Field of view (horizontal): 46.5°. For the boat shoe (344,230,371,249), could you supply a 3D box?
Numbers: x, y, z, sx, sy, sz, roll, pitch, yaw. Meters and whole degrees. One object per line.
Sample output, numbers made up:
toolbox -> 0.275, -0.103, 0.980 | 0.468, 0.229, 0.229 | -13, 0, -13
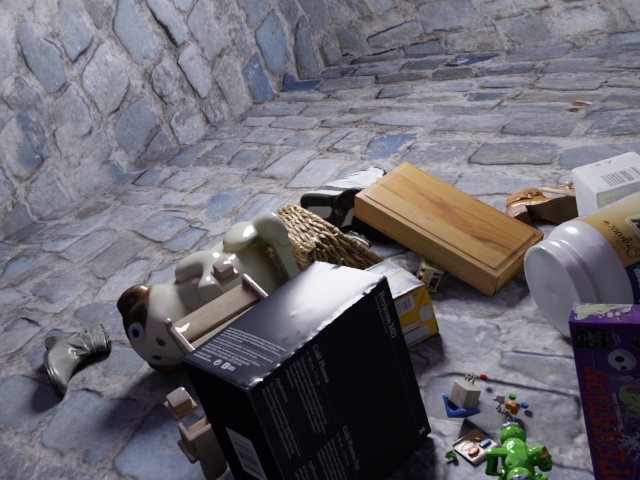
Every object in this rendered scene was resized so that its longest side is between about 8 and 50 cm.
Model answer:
boat shoe -> 0.104, 0.000, 2.049 | 0.038, 0.046, 0.125 | -35, 22, -23

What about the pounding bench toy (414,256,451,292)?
pounding bench toy -> 0.269, 0.088, 1.755 | 0.083, 0.065, 0.052 | 14, 26, -4

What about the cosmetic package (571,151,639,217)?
cosmetic package -> 0.677, -0.076, 1.679 | 0.151, 0.183, 0.151 | -16, 26, 4

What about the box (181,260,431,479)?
box -> -0.008, 0.264, 1.242 | 0.313, 0.343, 0.179 | -35, 30, -33

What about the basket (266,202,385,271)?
basket -> 0.000, 0.000, 1.915 | 0.223, 0.213, 0.299 | -28, 28, -19

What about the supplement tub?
supplement tub -> 0.585, 0.041, 1.450 | 0.316, 0.228, 0.228 | -23, 26, -11

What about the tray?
tray -> 0.302, -0.041, 1.796 | 0.411, 0.076, 0.203 | 33, 51, 29

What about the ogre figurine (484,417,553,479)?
ogre figurine -> 0.300, 0.358, 1.120 | 0.097, 0.118, 0.197 | -2, 30, 29

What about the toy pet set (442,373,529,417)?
toy pet set -> 0.288, 0.297, 1.347 | 0.114, 0.065, 0.122 | 9, 13, -33

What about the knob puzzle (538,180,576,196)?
knob puzzle -> 0.684, -0.132, 1.884 | 0.213, 0.029, 0.213 | 2, 11, 0

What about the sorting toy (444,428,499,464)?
sorting toy -> 0.254, 0.357, 1.272 | 0.083, 0.012, 0.062 | -27, 27, -20

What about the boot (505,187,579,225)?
boot -> 0.576, -0.099, 1.923 | 0.197, 0.072, 0.152 | -9, 22, 11

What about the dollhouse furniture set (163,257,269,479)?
dollhouse furniture set -> -0.206, 0.248, 1.468 | 0.303, 0.173, 0.355 | -29, 48, -25

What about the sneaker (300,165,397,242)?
sneaker -> 0.169, -0.136, 2.134 | 0.448, 0.169, 0.257 | 10, 38, 47

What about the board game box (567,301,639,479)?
board game box -> 0.463, 0.235, 1.000 | 0.208, 0.346, 0.056 | 1, 34, 34

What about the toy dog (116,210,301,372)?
toy dog -> -0.273, 0.129, 1.759 | 0.408, 0.284, 0.395 | -33, 29, -25

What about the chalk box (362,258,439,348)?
chalk box -> 0.142, 0.138, 1.649 | 0.132, 0.132, 0.213 | -25, 26, -13

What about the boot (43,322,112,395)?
boot -> -0.609, 0.286, 1.884 | 0.161, 0.083, 0.246 | -17, 26, -12
